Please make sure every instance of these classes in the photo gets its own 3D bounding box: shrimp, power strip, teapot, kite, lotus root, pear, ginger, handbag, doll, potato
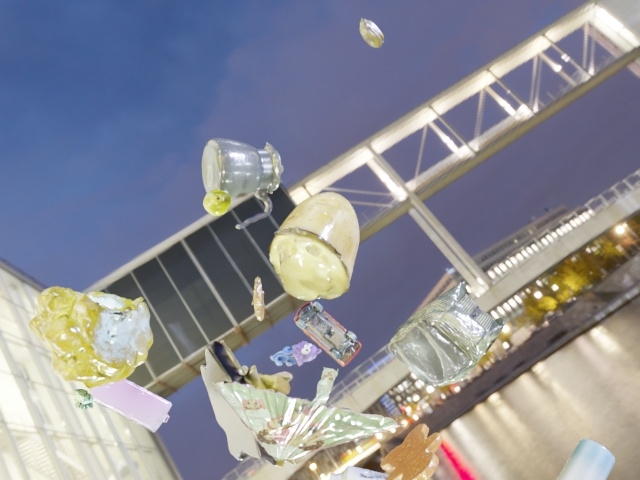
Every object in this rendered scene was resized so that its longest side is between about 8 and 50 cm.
[{"bbox_3d":[-0.219,0.214,2.076,0.045,0.163,0.095,-5,-7,20],"label":"shrimp"},{"bbox_3d":[-0.638,0.538,1.890,0.109,0.278,0.037,-62,11,-20],"label":"power strip"},{"bbox_3d":[-0.255,-0.221,2.021,0.285,0.305,0.223,-7,-19,-28],"label":"teapot"},{"bbox_3d":[-0.029,0.285,0.896,0.322,0.013,0.268,18,-54,-14],"label":"kite"},{"bbox_3d":[0.148,-0.617,1.672,0.049,0.099,0.054,-23,25,50],"label":"lotus root"},{"bbox_3d":[-0.343,-0.123,1.853,0.092,0.092,0.097,-24,-18,-31],"label":"pear"},{"bbox_3d":[-0.182,0.483,1.681,0.211,0.413,0.358,-20,-18,-32],"label":"ginger"},{"bbox_3d":[0.400,0.295,1.766,0.240,0.247,0.341,-39,-12,-33],"label":"handbag"},{"bbox_3d":[-0.091,0.408,2.005,0.205,0.067,0.110,-14,29,21],"label":"doll"},{"bbox_3d":[0.000,0.000,1.418,0.242,0.242,0.285,-31,-39,-16],"label":"potato"}]

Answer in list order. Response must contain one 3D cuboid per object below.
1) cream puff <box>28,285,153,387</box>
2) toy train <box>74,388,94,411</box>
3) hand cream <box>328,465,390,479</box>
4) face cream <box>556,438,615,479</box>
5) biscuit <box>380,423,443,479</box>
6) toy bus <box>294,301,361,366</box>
[{"bbox_3d":[-0.656,0.273,1.588,0.269,0.275,0.323,-5,-14,31],"label":"cream puff"},{"bbox_3d":[-0.653,0.440,1.554,0.033,0.053,0.083,0,-5,-42],"label":"toy train"},{"bbox_3d":[0.191,0.656,1.490,0.340,0.078,0.124,8,-12,1],"label":"hand cream"},{"bbox_3d":[0.493,0.516,1.114,0.250,0.077,0.077,-46,-16,-23],"label":"face cream"},{"bbox_3d":[0.210,0.494,1.257,0.165,0.036,0.250,-42,-3,-7],"label":"biscuit"},{"bbox_3d":[0.016,0.256,1.546,0.081,0.195,0.089,-46,-11,-20],"label":"toy bus"}]
